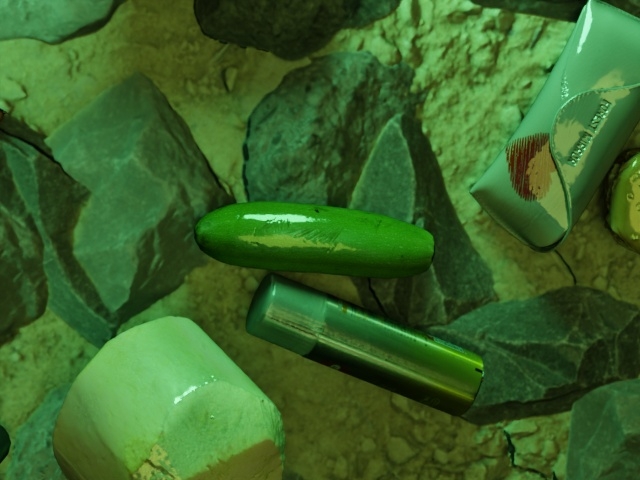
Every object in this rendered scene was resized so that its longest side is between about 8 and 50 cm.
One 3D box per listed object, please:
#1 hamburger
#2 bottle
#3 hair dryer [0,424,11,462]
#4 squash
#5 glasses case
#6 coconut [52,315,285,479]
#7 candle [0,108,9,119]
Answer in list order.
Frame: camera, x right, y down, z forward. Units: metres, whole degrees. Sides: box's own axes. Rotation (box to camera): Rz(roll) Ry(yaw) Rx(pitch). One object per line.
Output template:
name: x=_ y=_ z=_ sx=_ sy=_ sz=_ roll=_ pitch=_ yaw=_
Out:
hamburger: x=0.418 y=-0.045 z=1.676 sx=0.147 sy=0.083 sz=0.138 roll=1 pitch=104 yaw=-9
bottle: x=0.053 y=0.124 z=1.632 sx=0.286 sy=0.082 sz=0.082 roll=23 pitch=95 yaw=-14
hair dryer: x=-0.454 y=0.269 z=1.565 sx=0.197 sy=0.100 sz=0.057 roll=-21 pitch=101 yaw=12
squash: x=0.000 y=-0.001 z=1.599 sx=0.292 sy=0.082 sz=0.082 roll=5 pitch=99 yaw=-12
glasses case: x=0.305 y=-0.139 z=1.634 sx=0.128 sy=0.083 sz=0.308 roll=30 pitch=93 yaw=-16
coconut: x=-0.177 y=0.216 z=1.531 sx=0.239 sy=0.244 sz=0.239 roll=-27 pitch=138 yaw=-27
candle: x=-0.405 y=-0.079 z=1.534 sx=0.026 sy=0.021 sz=0.167 roll=32 pitch=92 yaw=-35
